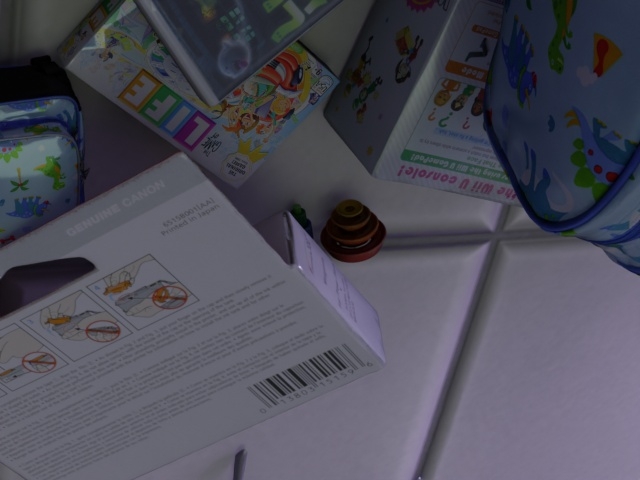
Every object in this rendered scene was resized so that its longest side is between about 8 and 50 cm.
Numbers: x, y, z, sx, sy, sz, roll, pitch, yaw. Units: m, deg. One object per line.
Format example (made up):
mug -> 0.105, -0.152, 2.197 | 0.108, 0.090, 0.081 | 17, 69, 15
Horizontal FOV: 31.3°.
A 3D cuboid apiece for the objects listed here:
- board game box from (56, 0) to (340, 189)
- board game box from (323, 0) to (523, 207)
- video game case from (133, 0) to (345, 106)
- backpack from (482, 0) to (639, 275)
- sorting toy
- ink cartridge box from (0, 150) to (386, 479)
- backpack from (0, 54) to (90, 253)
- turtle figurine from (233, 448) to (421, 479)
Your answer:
board game box -> -0.073, -0.111, 0.725 | 0.103, 0.026, 0.154 | -45, 131, 11
board game box -> 0.167, -0.170, 0.756 | 0.224, 0.097, 0.303 | 11, 117, -31
video game case -> -0.045, -0.198, 0.651 | 0.173, 0.022, 0.190 | -40, 130, -8
backpack -> 0.219, -0.146, 0.578 | 0.273, 0.290, 0.355 | -16, 136, -5
sorting toy -> 0.000, 0.000, 0.824 | 0.102, 0.061, 0.042 | -36, 136, -29
ink cartridge box -> -0.132, 0.058, 0.753 | 0.275, 0.060, 0.239 | -26, 131, 17
backpack -> -0.190, -0.038, 0.683 | 0.105, 0.084, 0.114 | -10, 131, -16
turtle figurine -> -0.012, 0.346, 1.052 | 0.198, 0.274, 0.266 | -9, 152, -49
